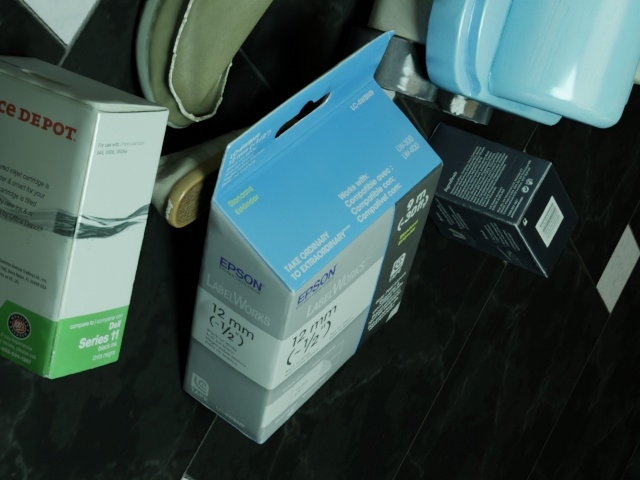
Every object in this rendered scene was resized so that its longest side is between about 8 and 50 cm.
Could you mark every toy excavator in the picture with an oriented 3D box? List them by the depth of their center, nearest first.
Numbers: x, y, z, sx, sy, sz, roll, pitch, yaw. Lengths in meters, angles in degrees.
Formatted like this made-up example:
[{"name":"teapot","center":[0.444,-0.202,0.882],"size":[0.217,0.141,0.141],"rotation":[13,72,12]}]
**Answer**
[{"name":"toy excavator","center":[0.309,-0.191,1.530],"size":[0.433,0.445,0.222],"rotation":[8,103,-59]}]

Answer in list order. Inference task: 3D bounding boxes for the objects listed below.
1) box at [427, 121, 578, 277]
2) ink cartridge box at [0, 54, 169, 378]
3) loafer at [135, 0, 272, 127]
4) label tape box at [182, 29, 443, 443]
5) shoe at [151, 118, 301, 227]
[{"name":"box","center":[0.208,-0.048,1.746],"size":[0.093,0.158,0.156],"rotation":[-60,149,-12]},{"name":"ink cartridge box","center":[-0.213,-0.023,1.097],"size":[0.087,0.153,0.208],"rotation":[-10,118,-57]},{"name":"loafer","center":[-0.088,-0.212,1.238],"size":[0.094,0.087,0.251],"rotation":[-10,117,-56]},{"name":"label tape box","center":[0.000,0.000,1.411],"size":[0.249,0.115,0.348],"rotation":[-40,158,-38]},{"name":"shoe","center":[-0.087,-0.075,1.359],"size":[0.219,0.058,0.076],"rotation":[-28,140,-50]}]
